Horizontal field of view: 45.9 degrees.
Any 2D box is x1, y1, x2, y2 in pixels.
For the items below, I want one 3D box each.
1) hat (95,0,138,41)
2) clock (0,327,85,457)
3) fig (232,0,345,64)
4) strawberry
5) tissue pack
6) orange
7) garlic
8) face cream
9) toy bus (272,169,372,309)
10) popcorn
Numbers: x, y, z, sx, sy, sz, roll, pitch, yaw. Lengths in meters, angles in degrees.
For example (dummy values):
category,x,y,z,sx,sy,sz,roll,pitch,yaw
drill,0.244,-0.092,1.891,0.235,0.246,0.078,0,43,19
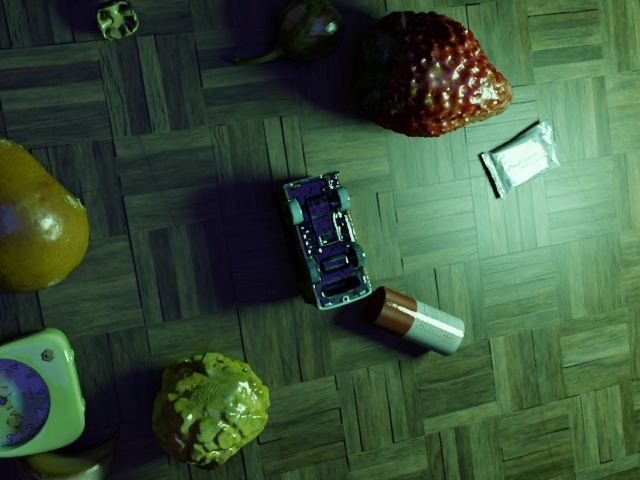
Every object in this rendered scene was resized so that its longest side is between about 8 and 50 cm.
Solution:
category,x,y,z,sx,sy,sz,roll,pitch,yaw
hat,-0.409,-0.445,1.514,0.077,0.059,0.076,-22,117,-9
clock,-0.635,0.314,1.493,0.308,0.096,0.234,-12,99,-16
fig,-0.071,-0.422,1.588,0.245,0.149,0.149,-31,103,1
strawberry,0.260,-0.334,1.619,0.351,0.312,0.267,10,113,-35
tissue pack,0.492,-0.196,1.824,0.193,0.026,0.122,-29,103,-12
orange,-0.610,-0.041,1.474,0.274,0.274,0.310,-39,135,-10
garlic,-0.508,0.477,1.548,0.207,0.128,0.115,-7,119,-22
face cream,0.216,0.186,1.739,0.214,0.096,0.095,24,88,-17
toy bus,0.000,0.000,1.622,0.139,0.167,0.275,-18,95,-15
popcorn,-0.233,0.345,1.563,0.250,0.190,0.250,18,49,-22
